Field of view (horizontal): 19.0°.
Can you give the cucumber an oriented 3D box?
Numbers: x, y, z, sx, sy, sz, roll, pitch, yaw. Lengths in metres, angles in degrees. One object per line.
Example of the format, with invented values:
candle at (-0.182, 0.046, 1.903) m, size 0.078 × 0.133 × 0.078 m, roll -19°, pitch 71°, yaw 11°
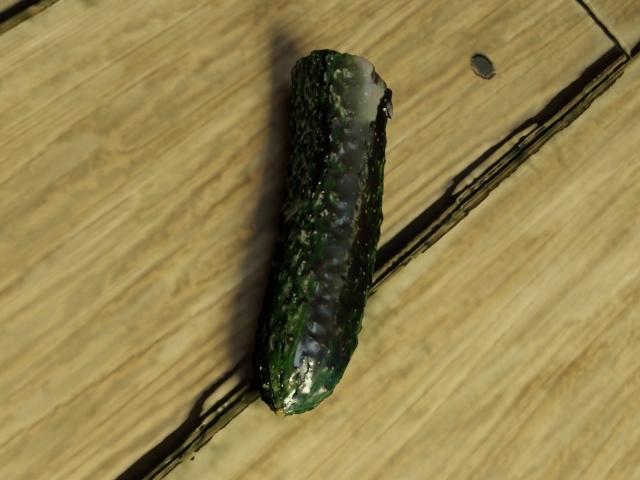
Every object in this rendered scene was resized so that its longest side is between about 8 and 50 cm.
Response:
cucumber at (0.003, 0.000, 1.111) m, size 0.067 × 0.067 × 0.245 m, roll 21°, pitch 56°, yaw -21°
